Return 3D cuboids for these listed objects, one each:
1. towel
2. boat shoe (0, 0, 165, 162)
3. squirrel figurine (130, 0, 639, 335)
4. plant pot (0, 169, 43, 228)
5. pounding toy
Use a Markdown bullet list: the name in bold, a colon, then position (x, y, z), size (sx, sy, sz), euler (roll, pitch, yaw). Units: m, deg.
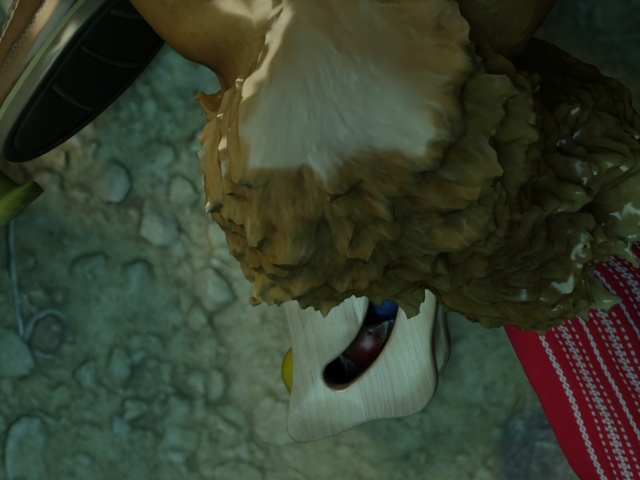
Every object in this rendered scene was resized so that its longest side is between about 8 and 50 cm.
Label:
- **towel**: position (0.186, 0.077, 0.968), size (0.031, 0.275, 0.198), euler (-30, 97, -17)
- **boat shoe**: position (-0.133, -0.195, 1.042), size (0.104, 0.111, 0.307), euler (39, 97, 14)
- **squirrel figurine**: position (0.029, -0.141, 0.832), size (0.281, 0.370, 0.396), euler (-8, 89, 5)
- **plant pot**: position (-0.362, -0.037, 1.040), size (0.276, 0.276, 0.254), euler (-37, 98, 20)
- **pounding toy**: position (0.000, 0.000, 1.031), size (0.154, 0.155, 0.269), euler (3, 103, 11)
